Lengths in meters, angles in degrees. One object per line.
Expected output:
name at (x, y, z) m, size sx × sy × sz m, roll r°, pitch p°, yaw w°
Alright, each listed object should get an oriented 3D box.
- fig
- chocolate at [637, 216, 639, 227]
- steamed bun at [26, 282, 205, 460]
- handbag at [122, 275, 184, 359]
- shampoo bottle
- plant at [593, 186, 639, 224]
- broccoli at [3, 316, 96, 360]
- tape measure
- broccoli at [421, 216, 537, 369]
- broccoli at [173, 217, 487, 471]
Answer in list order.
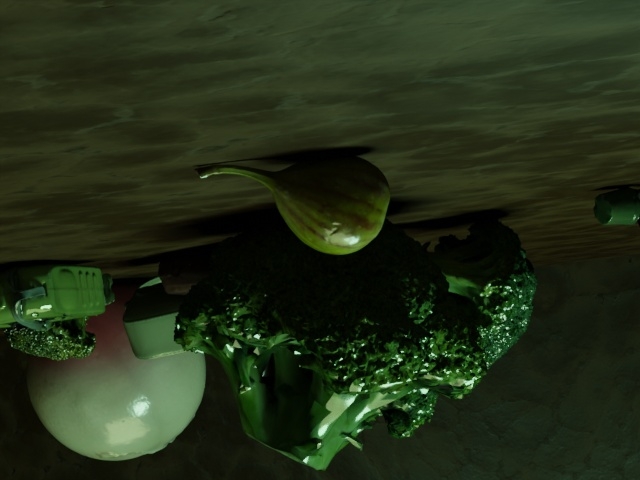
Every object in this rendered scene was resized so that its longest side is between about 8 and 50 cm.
fig at (-0.018, -0.029, 1.312) m, size 0.166 × 0.093 × 0.093 m, roll -3°, pitch 174°, yaw -31°
chocolate at (0.486, -0.017, 2.095) m, size 0.080 × 0.125 × 0.148 m, roll -25°, pitch 167°, yaw 12°
steamed bun at (-0.344, 0.186, 2.473) m, size 0.309 × 0.309 × 0.309 m, roll -7°, pitch 175°, yaw -1°
handbag at (-0.158, 0.081, 2.183) m, size 0.256 × 0.079 × 0.219 m, roll -13°, pitch -159°, yaw 5°
shampoo bottle at (-0.109, 0.036, 2.038) m, size 0.236 × 0.068 × 0.067 m, roll -9°, pitch 177°, yaw 32°
plant at (0.402, -0.046, 1.947) m, size 0.102 × 0.051 × 0.051 m, roll -10°, pitch 177°, yaw -25°
broccoli at (-0.387, 0.107, 2.179) m, size 0.138 × 0.146 × 0.162 m, roll -38°, pitch 155°, yaw 4°
tape measure at (-0.385, 0.076, 2.015) m, size 0.154 × 0.087 × 0.177 m, roll -8°, pitch 173°, yaw 23°
broccoli at (0.172, 0.065, 2.107) m, size 0.269 × 0.254 × 0.269 m, roll 9°, pitch 145°, yaw 6°
broccoli at (0.010, 0.110, 1.818) m, size 0.310 × 0.321 × 0.413 m, roll -36°, pitch 174°, yaw -4°
